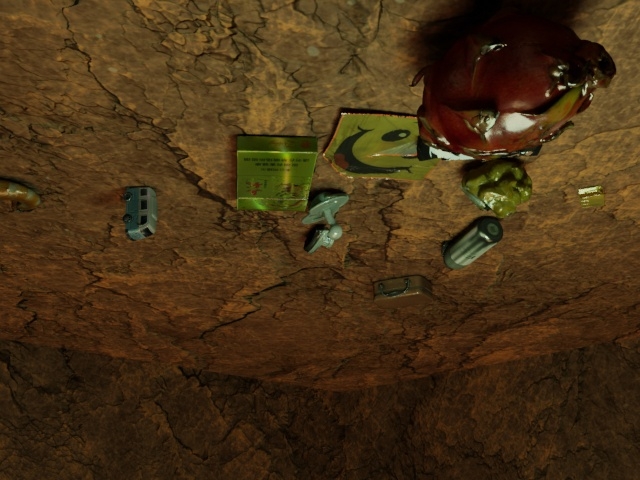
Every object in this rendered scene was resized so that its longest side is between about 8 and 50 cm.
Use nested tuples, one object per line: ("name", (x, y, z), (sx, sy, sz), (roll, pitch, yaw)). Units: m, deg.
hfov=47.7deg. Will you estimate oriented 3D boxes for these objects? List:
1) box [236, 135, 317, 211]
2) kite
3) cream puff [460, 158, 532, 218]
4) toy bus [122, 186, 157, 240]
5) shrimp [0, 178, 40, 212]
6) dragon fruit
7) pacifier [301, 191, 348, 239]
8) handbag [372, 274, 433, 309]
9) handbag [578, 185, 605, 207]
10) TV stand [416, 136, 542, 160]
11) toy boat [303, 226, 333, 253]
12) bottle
("box", (-0.106, -0.144, 1.651), (0.172, 0.043, 0.311), (1, 159, -7))
("kite", (0.163, -0.203, 1.555), (0.327, 0.013, 0.377), (-13, 156, 26))
("cream puff", (0.401, -0.127, 1.642), (0.156, 0.156, 0.121), (-18, 111, 36))
("toy bus", (-0.428, -0.065, 1.729), (0.074, 0.123, 0.060), (-7, 158, 5))
("shrimp", (-0.754, -0.105, 1.729), (0.161, 0.049, 0.166), (4, 166, -16))
("dragon fruit", (0.298, -0.250, 1.173), (0.250, 0.251, 0.315), (10, 170, -26))
("pacifier", (0.025, -0.058, 1.789), (0.126, 0.117, 0.150), (-19, 165, -32))
("handbag", (0.275, 0.175, 2.441), (0.193, 0.072, 0.151), (-8, 157, 21))
("handbag", (0.678, -0.106, 1.810), (0.061, 0.027, 0.083), (-9, 158, 19))
("TV stand", (0.333, -0.201, 1.528), (0.256, 0.040, 0.049), (-3, 158, 0))
("toy boat", (0.000, 0.000, 1.997), (0.066, 0.059, 0.140), (17, 153, -12))
("bottle", (0.416, 0.009, 2.028), (0.096, 0.079, 0.254), (39, 154, 2))
